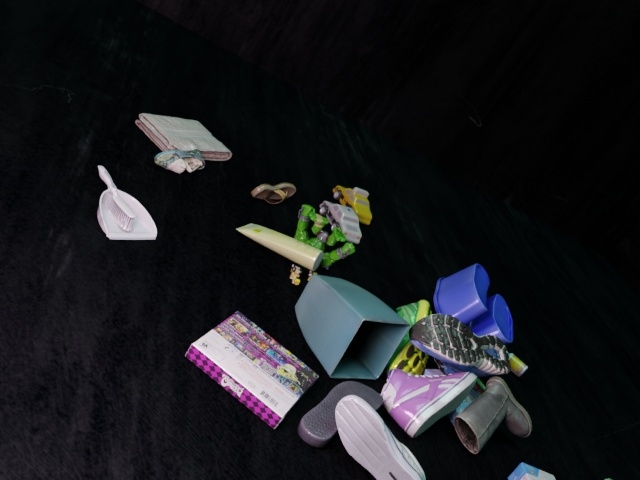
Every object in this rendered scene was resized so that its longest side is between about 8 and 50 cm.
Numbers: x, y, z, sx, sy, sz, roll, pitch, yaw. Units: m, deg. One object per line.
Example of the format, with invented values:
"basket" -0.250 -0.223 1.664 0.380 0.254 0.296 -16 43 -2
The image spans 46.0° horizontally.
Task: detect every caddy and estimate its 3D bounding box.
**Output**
"caddy" 0.439 0.222 2.240 0.241 0.179 0.341 57 21 -7

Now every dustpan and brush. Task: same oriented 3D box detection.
"dustpan and brush" -0.478 -0.092 1.767 0.211 0.060 0.147 47 26 27

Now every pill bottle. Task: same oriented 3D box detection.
"pill bottle" 0.587 0.373 2.296 0.083 0.043 0.043 42 24 19

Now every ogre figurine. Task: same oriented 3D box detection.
"ogre figurine" 0.000 0.000 2.155 0.197 0.118 0.097 33 27 1

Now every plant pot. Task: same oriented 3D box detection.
"plant pot" 0.055 0.190 1.802 0.165 0.165 0.234 11 25 -43

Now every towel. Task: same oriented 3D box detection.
"towel" -0.417 -0.318 2.319 0.187 0.049 0.282 44 24 22

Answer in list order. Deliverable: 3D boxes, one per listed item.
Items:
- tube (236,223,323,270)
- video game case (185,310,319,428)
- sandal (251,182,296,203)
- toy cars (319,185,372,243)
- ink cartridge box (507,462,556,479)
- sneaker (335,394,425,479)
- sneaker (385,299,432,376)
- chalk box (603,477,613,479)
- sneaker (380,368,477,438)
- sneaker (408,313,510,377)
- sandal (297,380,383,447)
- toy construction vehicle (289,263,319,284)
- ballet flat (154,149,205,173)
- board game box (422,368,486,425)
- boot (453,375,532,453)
"tube" -0.110 0.008 2.056 0.240 0.062 0.070 25 -22 17
"video game case" -0.135 0.259 1.554 0.232 0.042 0.210 37 23 7
"sandal" -0.140 -0.139 2.316 0.180 0.072 0.049 -5 59 -54
"toy cars" 0.100 -0.111 2.550 0.176 0.087 0.393 34 23 1
"ink cartridge box" 0.505 0.603 1.708 0.104 0.060 0.180 27 23 -19
"sneaker" 0.118 0.417 1.506 0.258 0.094 0.091 56 11 2
"sneaker" 0.215 0.267 1.956 0.109 0.123 0.295 69 28 -23
"chalk box" 0.696 0.660 1.761 0.213 0.132 0.132 25 24 -18
"sneaker" 0.251 0.343 1.792 0.161 0.102 0.282 40 34 28
"sneaker" 0.331 0.288 1.897 0.330 0.147 0.130 27 45 -35
"sandal" 0.036 0.364 1.580 0.097 0.054 0.254 38 31 27
"toy construction vehicle" -0.041 0.104 2.009 0.086 0.035 0.098 26 15 -20
"ballet flat" -0.392 -0.223 2.147 0.070 0.070 0.188 41 27 17
"board game box" 0.369 0.403 1.952 0.211 0.039 0.160 9 34 -44
"boot" 0.425 0.454 1.848 0.189 0.076 0.208 53 37 0
